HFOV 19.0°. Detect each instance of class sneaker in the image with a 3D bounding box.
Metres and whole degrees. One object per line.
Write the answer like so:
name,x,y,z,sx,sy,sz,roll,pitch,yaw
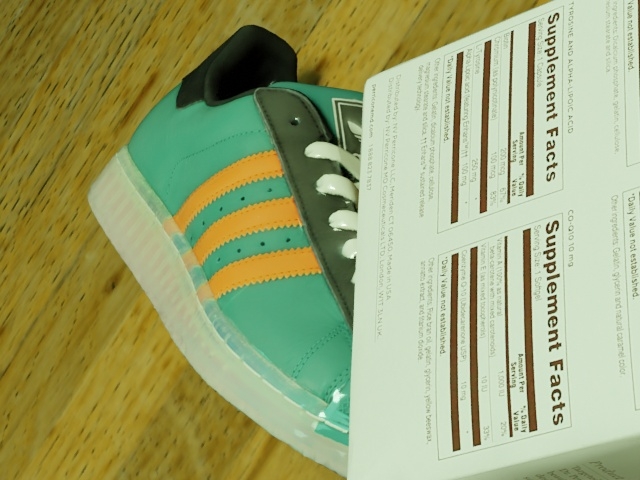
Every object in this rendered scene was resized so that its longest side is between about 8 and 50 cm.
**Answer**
sneaker,0.000,0.000,0.795,0.121,0.108,0.302,-57,39,10

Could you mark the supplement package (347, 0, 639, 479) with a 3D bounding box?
supplement package,0.148,0.019,0.571,0.203,0.194,0.149,-19,55,36
